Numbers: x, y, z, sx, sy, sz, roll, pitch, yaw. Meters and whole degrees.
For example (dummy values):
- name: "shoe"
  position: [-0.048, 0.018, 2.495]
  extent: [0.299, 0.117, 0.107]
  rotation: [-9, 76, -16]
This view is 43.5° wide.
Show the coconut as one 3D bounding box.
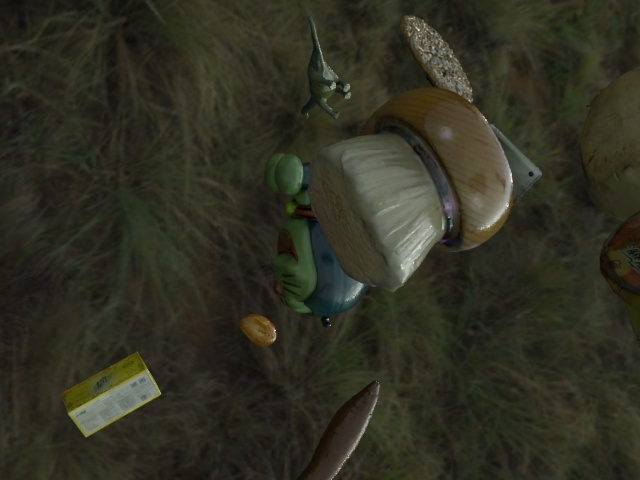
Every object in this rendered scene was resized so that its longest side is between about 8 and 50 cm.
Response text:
- name: "coconut"
  position: [0.606, -0.145, 1.346]
  extent: [0.322, 0.323, 0.323]
  rotation: [7, 78, -36]

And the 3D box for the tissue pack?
- name: "tissue pack"
  position: [-0.431, 0.316, 1.654]
  extent: [0.176, 0.062, 0.095]
  rotation: [-29, 137, -12]

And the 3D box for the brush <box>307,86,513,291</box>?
- name: "brush"
  position: [0.070, -0.054, 0.860]
  extent: [0.166, 0.266, 0.174]
  rotation: [-29, 103, -14]

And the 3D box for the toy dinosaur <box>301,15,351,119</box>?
- name: "toy dinosaur"
  position: [0.004, -0.421, 2.125]
  extent: [0.147, 0.363, 0.076]
  rotation: [36, 63, 21]

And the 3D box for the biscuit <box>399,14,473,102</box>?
- name: "biscuit"
  position: [0.229, -0.355, 1.580]
  extent: [0.219, 0.033, 0.220]
  rotation: [37, 34, -30]

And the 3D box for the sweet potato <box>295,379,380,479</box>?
- name: "sweet potato"
  position: [0.015, 0.324, 1.208]
  extent: [0.057, 0.057, 0.265]
  rotation: [36, 83, -27]

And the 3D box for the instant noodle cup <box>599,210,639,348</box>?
- name: "instant noodle cup"
  position: [0.314, 0.056, 0.567]
  extent: [0.205, 0.205, 0.153]
  rotation: [-36, 116, -35]

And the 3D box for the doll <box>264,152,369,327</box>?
- name: "doll"
  position: [0.000, 0.000, 1.446]
  extent: [0.186, 0.198, 0.322]
  rotation: [-6, 103, -17]

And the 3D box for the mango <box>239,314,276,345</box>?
- name: "mango"
  position: [-0.135, 0.191, 1.721]
  extent: [0.089, 0.046, 0.060]
  rotation: [30, 90, -15]

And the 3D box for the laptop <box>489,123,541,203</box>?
- name: "laptop"
  position: [0.418, -0.144, 2.069]
  extent: [0.188, 0.269, 0.015]
  rotation: [47, 34, 12]
